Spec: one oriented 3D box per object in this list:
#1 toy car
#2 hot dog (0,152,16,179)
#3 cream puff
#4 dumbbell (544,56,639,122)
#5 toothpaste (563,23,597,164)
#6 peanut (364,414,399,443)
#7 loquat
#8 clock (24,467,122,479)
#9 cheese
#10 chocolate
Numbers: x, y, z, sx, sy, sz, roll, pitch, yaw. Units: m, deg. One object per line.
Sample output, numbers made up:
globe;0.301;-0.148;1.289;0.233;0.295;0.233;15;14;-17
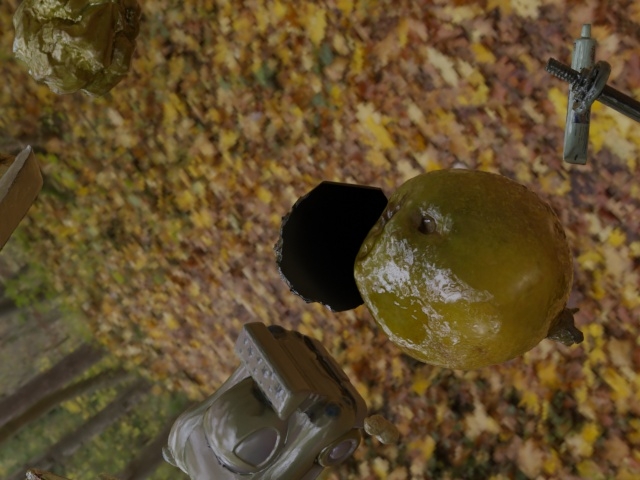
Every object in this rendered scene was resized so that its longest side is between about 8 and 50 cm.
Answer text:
toy car;-0.114;0.319;1.568;0.226;0.336;0.242;25;-159;-53
hot dog;-0.635;-0.101;1.697;0.084;0.243;0.073;-114;3;-57
cream puff;-0.288;-0.253;1.144;0.121;0.156;0.156;-89;-26;-58
dumbbell;0.425;-0.186;1.321;0.254;0.081;0.081;28;160;-1
toothpaste;0.432;-0.242;1.580;0.038;0.060;0.233;11;100;51
peanut;0.091;0.287;1.446;0.083;0.037;0.037;34;176;-41
loquat;0.164;0.039;0.974;0.246;0.213;0.213;31;163;-9
clock;-0.188;0.328;1.086;0.319;0.080;0.318;20;165;6
cheese;-0.478;0.024;1.292;0.034;0.400;0.085;15;138;7
chocolate;0.000;0.000;1.128;0.156;0.156;0.133;57;169;-18
